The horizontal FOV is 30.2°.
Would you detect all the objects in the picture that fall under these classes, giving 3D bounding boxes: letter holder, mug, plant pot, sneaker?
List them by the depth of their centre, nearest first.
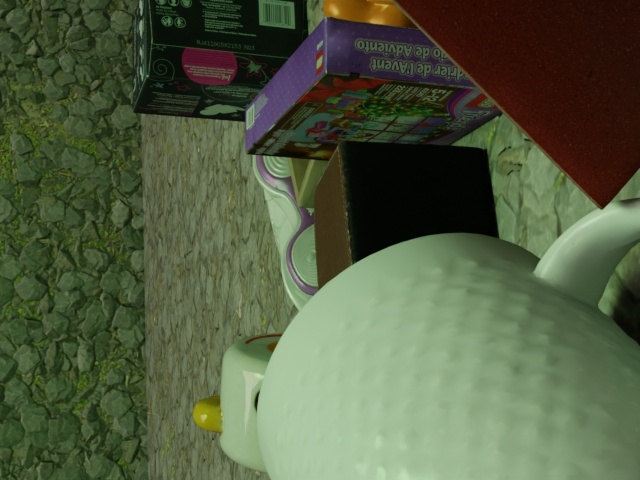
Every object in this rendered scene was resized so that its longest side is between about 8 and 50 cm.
[{"bbox_3d":[0.150,-0.232,0.775,0.236,0.267,0.267,-43,34,13],"label":"plant pot"},{"bbox_3d":[0.156,0.144,0.778,0.374,0.276,0.328,-59,29,13],"label":"mug"},{"bbox_3d":[0.075,0.083,1.194,0.214,0.152,0.302,125,143,-63],"label":"letter holder"},{"bbox_3d":[0.000,0.000,1.566,0.152,0.114,0.305,69,-176,-57],"label":"sneaker"}]

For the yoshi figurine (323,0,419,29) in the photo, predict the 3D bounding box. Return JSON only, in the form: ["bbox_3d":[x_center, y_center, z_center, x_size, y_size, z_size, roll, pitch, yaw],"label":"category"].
[{"bbox_3d":[0.089,-0.382,1.145,0.203,0.203,0.362,-111,31,-65],"label":"yoshi figurine"}]

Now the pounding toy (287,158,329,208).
[{"bbox_3d":[0.033,-0.114,1.439,0.181,0.094,0.206,110,155,-46],"label":"pounding toy"}]

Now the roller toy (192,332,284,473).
[{"bbox_3d":[-0.027,0.200,1.421,0.191,0.209,0.146,14,103,51],"label":"roller toy"}]

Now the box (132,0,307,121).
[{"bbox_3d":[-0.155,-0.281,1.803,0.142,0.247,0.163,136,134,-64],"label":"box"}]

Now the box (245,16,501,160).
[{"bbox_3d":[0.055,-0.139,1.196,0.293,0.201,0.057,149,122,-70],"label":"box"}]
